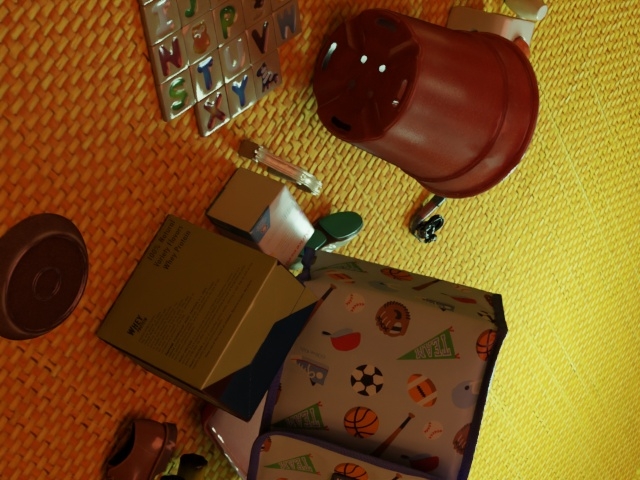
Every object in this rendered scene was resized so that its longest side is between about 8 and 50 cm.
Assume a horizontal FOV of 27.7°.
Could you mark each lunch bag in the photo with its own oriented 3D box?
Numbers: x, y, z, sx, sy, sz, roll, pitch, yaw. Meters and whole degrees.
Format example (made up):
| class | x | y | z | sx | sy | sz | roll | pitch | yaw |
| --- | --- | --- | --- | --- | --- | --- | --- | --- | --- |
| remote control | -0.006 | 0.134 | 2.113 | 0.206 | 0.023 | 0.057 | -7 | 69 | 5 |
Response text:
| class | x | y | z | sx | sy | sz | roll | pitch | yaw |
| --- | --- | --- | --- | --- | --- | --- | --- | --- | --- |
| lunch bag | 0.078 | 0.246 | 1.928 | 0.239 | 0.328 | 0.385 | -64 | 169 | -74 |

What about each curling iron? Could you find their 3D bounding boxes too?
| class | x | y | z | sx | sy | sz | roll | pitch | yaw |
| --- | --- | --- | --- | --- | --- | --- | --- | --- | --- |
| curling iron | 0.246 | -0.100 | 2.349 | 0.274 | 0.035 | 0.068 | -52 | 147 | -22 |

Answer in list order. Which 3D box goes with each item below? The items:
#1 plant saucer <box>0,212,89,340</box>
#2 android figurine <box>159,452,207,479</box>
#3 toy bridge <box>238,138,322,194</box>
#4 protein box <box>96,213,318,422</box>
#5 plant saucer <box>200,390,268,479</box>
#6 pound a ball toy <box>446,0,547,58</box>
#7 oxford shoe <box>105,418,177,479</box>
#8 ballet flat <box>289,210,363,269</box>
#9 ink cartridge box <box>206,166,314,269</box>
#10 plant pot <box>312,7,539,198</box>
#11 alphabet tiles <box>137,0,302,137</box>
| class | x | y | z | sx | sy | sz | roll | pitch | yaw |
| --- | --- | --- | --- | --- | --- | --- | --- | --- | --- |
| plant saucer | -0.348 | 0.050 | 1.617 | 0.168 | 0.029 | 0.168 | -30 | 130 | -44 |
| android figurine | -0.225 | 0.462 | 1.932 | 0.248 | 0.056 | 0.272 | -38 | 141 | -72 |
| toy bridge | -0.048 | -0.103 | 1.916 | 0.188 | 0.063 | 0.026 | 28 | 85 | -56 |
| protein box | -0.152 | 0.104 | 1.761 | 0.199 | 0.201 | 0.136 | -60 | 145 | -12 |
| plant saucer | -0.081 | 0.252 | 2.078 | 0.258 | 0.048 | 0.259 | -53 | 142 | -21 |
| pound a ball toy | 0.307 | -0.278 | 2.248 | 0.208 | 0.136 | 0.319 | -3 | 111 | -53 |
| oxford shoe | -0.280 | 0.349 | 1.856 | 0.076 | 0.076 | 0.212 | 19 | 96 | -26 |
| ballet flat | 0.000 | 0.000 | 2.062 | 0.168 | 0.057 | 0.052 | -26 | 155 | -41 |
| ink cartridge box | -0.083 | -0.021 | 1.888 | 0.092 | 0.090 | 0.143 | -55 | 145 | -18 |
| plant pot | 0.146 | -0.220 | 1.969 | 0.265 | 0.272 | 0.272 | 13 | 97 | -47 |
| alphabet tiles | -0.129 | -0.321 | 1.732 | 0.285 | 0.011 | 0.342 | -39 | 136 | -36 |
